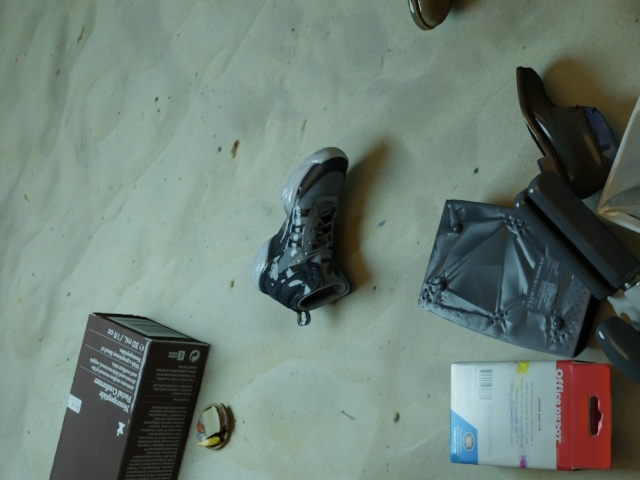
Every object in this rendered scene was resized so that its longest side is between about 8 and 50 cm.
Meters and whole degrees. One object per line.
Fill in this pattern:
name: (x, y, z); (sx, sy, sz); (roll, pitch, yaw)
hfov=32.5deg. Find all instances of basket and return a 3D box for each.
basket: (0.420, -0.082, 1.291); (0.113, 0.103, 0.167); (27, 99, 43)

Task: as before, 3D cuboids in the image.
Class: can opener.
can opener: (0.328, 0.049, 1.298); (0.283, 0.095, 0.076); (48, 149, 8)

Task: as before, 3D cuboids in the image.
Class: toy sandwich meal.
toy sandwich meal: (-0.183, 0.309, 1.827); (0.086, 0.029, 0.085); (-10, 75, 41)

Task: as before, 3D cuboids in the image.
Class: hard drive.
hard drive: (0.257, 0.047, 1.452); (0.255, 0.054, 0.171); (17, 94, 42)

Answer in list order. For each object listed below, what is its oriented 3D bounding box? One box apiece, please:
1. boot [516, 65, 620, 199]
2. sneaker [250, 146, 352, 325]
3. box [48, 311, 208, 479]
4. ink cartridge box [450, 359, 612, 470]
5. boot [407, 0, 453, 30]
boot: (0.326, -0.149, 1.431); (0.106, 0.082, 0.219); (-20, 62, 15)
sneaker: (0.000, 0.000, 1.673); (0.153, 0.101, 0.268); (45, 118, 38)
box: (-0.343, 0.331, 1.900); (0.191, 0.143, 0.381); (16, 94, 43)
ink cartridge box: (0.277, 0.219, 1.383); (0.231, 0.078, 0.134); (-6, 79, 42)
boot: (0.204, -0.448, 1.569); (0.115, 0.112, 0.305); (15, 90, 33)
